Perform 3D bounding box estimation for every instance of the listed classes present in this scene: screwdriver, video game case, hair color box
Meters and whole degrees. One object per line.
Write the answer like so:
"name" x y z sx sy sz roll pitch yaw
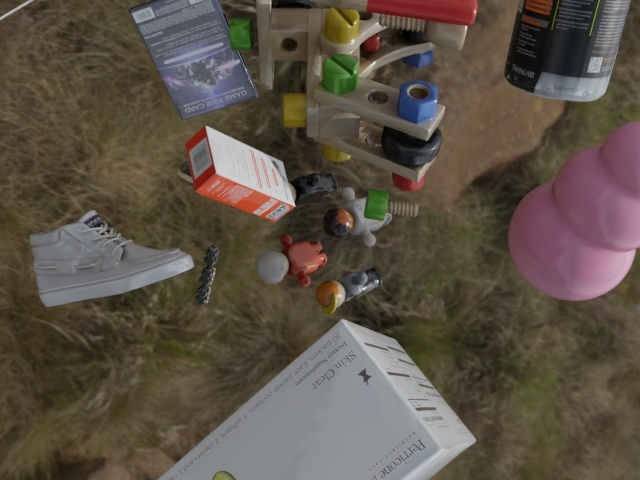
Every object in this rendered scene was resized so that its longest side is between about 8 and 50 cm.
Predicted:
"screwdriver" -0.525 -0.374 1.315 0.170 0.024 0.025 -57 155 -38
"video game case" -0.277 -0.414 1.761 0.026 0.196 0.274 -81 153 -55
"hair color box" -0.120 -0.097 1.203 0.167 0.053 0.093 20 43 -45

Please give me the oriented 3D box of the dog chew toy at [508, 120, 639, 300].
"dog chew toy" 0.444 -0.053 1.254 0.206 0.206 0.332 -26 156 -42

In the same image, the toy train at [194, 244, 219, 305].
"toy train" -0.234 0.072 1.648 0.036 0.027 0.158 -60 171 -55

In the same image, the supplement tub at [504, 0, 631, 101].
"supplement tub" 0.276 -0.257 0.868 0.117 0.117 0.190 -20 128 -44

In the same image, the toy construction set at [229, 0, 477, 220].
"toy construction set" 0.013 -0.190 0.802 0.309 0.237 0.257 96 3 -77

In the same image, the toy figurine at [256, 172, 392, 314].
"toy figurine" 0.000 0.000 1.348 0.148 0.209 0.213 -14 123 -44

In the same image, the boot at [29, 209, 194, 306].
"boot" -0.315 0.015 1.162 0.095 0.258 0.123 -31 108 -71

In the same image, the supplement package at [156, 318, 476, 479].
"supplement package" -0.004 0.224 0.777 0.262 0.145 0.204 -42 159 6

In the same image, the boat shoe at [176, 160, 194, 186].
"boat shoe" -0.187 -0.116 1.408 0.080 0.223 0.073 23 92 -32
